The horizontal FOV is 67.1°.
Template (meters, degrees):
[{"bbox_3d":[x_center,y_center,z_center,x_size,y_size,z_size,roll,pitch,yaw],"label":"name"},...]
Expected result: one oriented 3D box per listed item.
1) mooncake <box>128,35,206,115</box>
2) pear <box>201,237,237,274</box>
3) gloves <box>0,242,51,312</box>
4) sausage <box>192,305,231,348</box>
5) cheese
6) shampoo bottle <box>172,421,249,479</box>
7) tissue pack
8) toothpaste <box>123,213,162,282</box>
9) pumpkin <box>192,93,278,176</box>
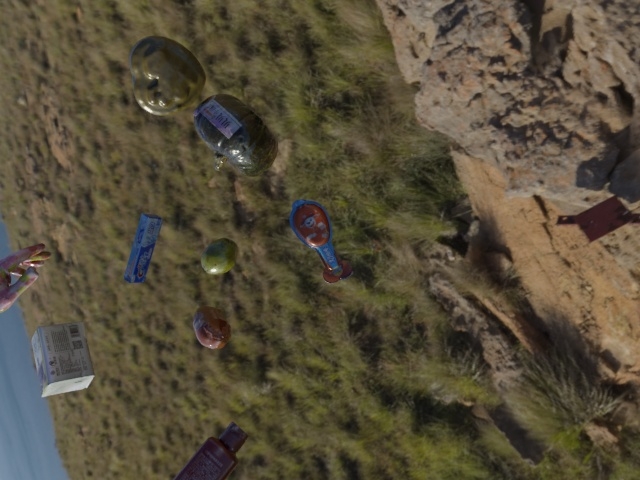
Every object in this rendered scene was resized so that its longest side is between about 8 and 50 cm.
[{"bbox_3d":[-0.474,-0.512,1.509,0.117,0.235,0.234,-132,42,-57],"label":"mooncake"},{"bbox_3d":[-0.319,0.053,1.526,0.107,0.107,0.131,42,101,33],"label":"pear"},{"bbox_3d":[-0.866,0.097,1.337,0.241,0.126,0.145,-58,26,-6],"label":"gloves"},{"bbox_3d":[-0.429,0.334,1.877,0.258,0.133,0.133,-143,49,-63],"label":"sausage"},{"bbox_3d":[0.000,0.000,1.322,0.256,0.106,0.037,61,-177,-3],"label":"cheese"},{"bbox_3d":[-0.332,0.663,1.363,0.118,0.314,0.076,33,155,19],"label":"shampoo bottle"},{"bbox_3d":[-0.629,0.287,1.176,0.099,0.106,0.148,-45,59,38],"label":"tissue pack"},{"bbox_3d":[-0.677,0.031,1.843,0.053,0.066,0.272,27,103,31],"label":"toothpaste"},{"bbox_3d":[-0.242,-0.278,1.355,0.189,0.260,0.260,-47,58,2],"label":"pumpkin"}]
